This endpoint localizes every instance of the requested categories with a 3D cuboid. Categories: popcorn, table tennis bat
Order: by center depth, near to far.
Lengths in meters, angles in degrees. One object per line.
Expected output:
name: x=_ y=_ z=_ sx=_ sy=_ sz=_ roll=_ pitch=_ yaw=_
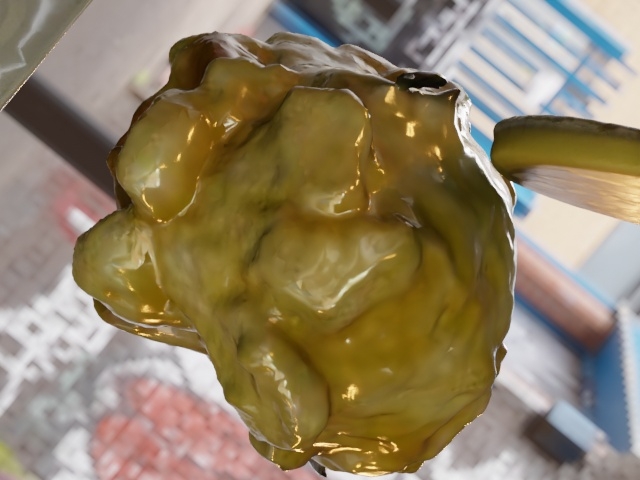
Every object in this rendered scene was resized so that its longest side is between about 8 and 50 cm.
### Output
table tennis bat: x=0.179 y=-0.021 z=0.826 sx=0.369 sy=0.224 sz=0.054 roll=32 pitch=73 yaw=-81
popcorn: x=0.000 y=0.000 z=0.988 sx=0.215 sy=0.252 sz=0.286 roll=-46 pitch=-177 yaw=5

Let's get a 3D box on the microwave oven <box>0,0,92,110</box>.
microwave oven: x=-0.269 y=-0.192 z=1.106 sx=0.286 sy=0.218 sz=0.355 roll=-46 pitch=-158 yaw=17
